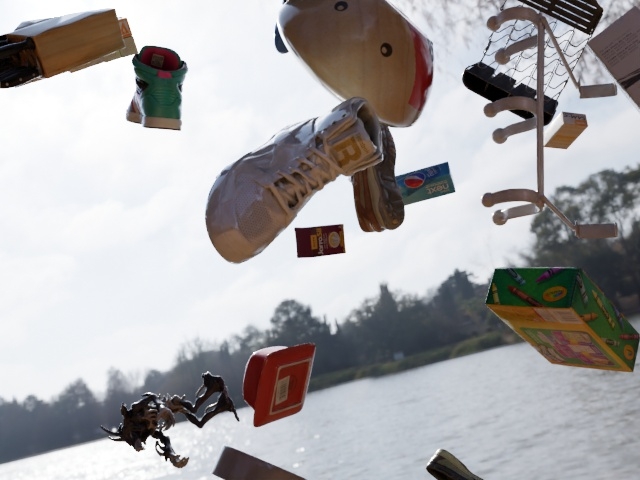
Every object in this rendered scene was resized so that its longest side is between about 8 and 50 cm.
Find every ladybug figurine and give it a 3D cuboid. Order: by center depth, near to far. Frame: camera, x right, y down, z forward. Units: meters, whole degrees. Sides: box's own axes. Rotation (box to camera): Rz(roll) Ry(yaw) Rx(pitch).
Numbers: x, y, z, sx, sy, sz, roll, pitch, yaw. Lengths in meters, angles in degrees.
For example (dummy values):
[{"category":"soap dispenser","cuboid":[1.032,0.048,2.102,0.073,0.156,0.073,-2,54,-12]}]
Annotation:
[{"category":"ladybug figurine","cuboid":[0.084,-0.339,1.212,0.162,0.305,0.449,-47,3,18]}]

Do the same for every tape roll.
[{"category":"tape roll","cuboid":[-0.139,0.544,1.595,0.219,0.072,0.219,20,-18,7]}]

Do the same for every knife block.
[{"category":"knife block","cuboid":[-0.548,-0.383,1.400,0.275,0.088,0.242,-11,32,-6]}]

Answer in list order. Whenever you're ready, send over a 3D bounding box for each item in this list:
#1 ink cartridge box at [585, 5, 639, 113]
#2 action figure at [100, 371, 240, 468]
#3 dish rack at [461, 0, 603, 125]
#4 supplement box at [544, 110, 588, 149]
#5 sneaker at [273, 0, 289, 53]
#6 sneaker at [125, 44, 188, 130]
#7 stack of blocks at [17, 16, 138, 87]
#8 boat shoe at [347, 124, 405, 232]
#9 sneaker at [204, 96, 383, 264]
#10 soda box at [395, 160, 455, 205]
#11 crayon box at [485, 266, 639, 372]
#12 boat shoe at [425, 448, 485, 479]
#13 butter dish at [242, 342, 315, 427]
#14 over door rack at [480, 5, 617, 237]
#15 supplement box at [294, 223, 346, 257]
[{"category":"ink cartridge box","cuboid":[0.359,-0.159,0.729,0.063,0.150,0.109,-39,-27,25]},{"category":"action figure","cuboid":[-0.320,0.389,1.475,0.275,0.141,0.164,-22,-50,-10]},{"category":"dish rack","cuboid":[0.418,-0.384,1.367,0.074,0.208,0.271,-46,-19,-38]},{"category":"supplement box","cuboid":[0.566,-0.255,1.608,0.062,0.036,0.098,5,-26,-11]},{"category":"sneaker","cuboid":[-0.083,-0.586,1.798,0.209,0.069,0.082,-67,-8,26]},{"category":"sneaker","cuboid":[-0.379,-0.349,1.570,0.124,0.178,0.295,1,13,-27]},{"category":"stack of blocks","cuboid":[-0.613,-0.460,1.676,0.297,0.087,0.171,-24,28,-19]},{"category":"boat shoe","cuboid":[0.115,-0.170,1.688,0.116,0.324,0.123,-22,-25,39]},{"category":"sneaker","cuboid":[-0.019,-0.093,0.864,0.169,0.108,0.292,-19,26,35]},{"category":"soda box","cuboid":[0.280,-0.158,2.013,0.210,0.067,0.071,-15,-53,15]},{"category":"crayon box","cuboid":[0.449,0.148,1.274,0.165,0.081,0.278,-2,-32,47]},{"category":"boat shoe","cuboid":[0.351,0.599,1.666,0.073,0.223,0.080,-36,-33,-29]},{"category":"butter dish","cuboid":[-0.103,0.276,1.410,0.118,0.160,0.160,19,13,35]},{"category":"over door rack","cuboid":[0.298,-0.134,0.920,0.108,0.239,0.324,-2,-8,40]},{"category":"supplement box","cuboid":[0.000,0.000,1.201,0.083,0.055,0.043,-7,3,-43]}]
